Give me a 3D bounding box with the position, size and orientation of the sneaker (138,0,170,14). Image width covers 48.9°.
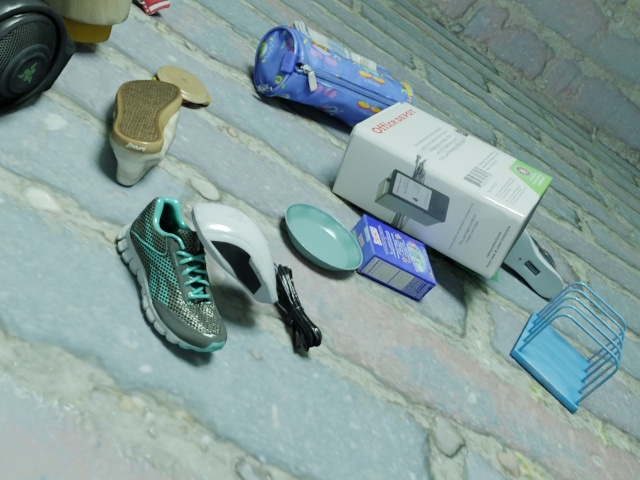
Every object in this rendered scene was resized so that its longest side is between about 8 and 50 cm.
[{"bbox_3d":[-0.298,-0.400,1.133,0.119,0.067,0.042,5,34,1],"label":"sneaker"}]

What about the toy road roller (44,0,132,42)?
[{"bbox_3d":[-0.389,-0.409,0.871,0.241,0.202,0.329,-13,51,-42],"label":"toy road roller"}]

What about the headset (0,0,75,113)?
[{"bbox_3d":[-0.386,-0.203,0.668,0.243,0.185,0.394,34,12,-17],"label":"headset"}]

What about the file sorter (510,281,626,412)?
[{"bbox_3d":[0.376,0.148,1.044,0.118,0.104,0.170,45,28,10],"label":"file sorter"}]

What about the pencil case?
[{"bbox_3d":[0.029,-0.267,1.227,0.306,0.119,0.133,15,12,-37],"label":"pencil case"}]

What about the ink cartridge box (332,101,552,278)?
[{"bbox_3d":[0.186,-0.087,1.069,0.273,0.114,0.198,30,33,16],"label":"ink cartridge box"}]

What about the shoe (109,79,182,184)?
[{"bbox_3d":[-0.209,-0.135,0.828,0.077,0.058,0.219,10,30,-9],"label":"shoe"}]

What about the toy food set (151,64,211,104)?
[{"bbox_3d":[-0.196,-0.219,0.995,0.083,0.020,0.083,39,28,2],"label":"toy food set"}]

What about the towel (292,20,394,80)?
[{"bbox_3d":[0.072,-0.363,1.521,0.285,0.034,0.209,20,33,-32],"label":"towel"}]

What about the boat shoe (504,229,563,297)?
[{"bbox_3d":[0.359,0.019,1.254,0.183,0.065,0.083,48,21,-13],"label":"boat shoe"}]

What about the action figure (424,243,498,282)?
[{"bbox_3d":[0.243,-0.021,1.190,0.137,0.063,0.232,33,24,-4],"label":"action figure"}]

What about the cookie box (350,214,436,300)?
[{"bbox_3d":[0.098,0.023,0.964,0.107,0.040,0.091,26,30,-23],"label":"cookie box"}]

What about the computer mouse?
[{"bbox_3d":[-0.058,0.025,0.692,0.193,0.042,0.106,52,12,-45],"label":"computer mouse"}]

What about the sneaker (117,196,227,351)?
[{"bbox_3d":[-0.130,0.026,0.647,0.065,0.076,0.166,-3,49,-51],"label":"sneaker"}]

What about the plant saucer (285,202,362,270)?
[{"bbox_3d":[0.000,0.000,0.902,0.119,0.021,0.119,29,28,-17],"label":"plant saucer"}]
